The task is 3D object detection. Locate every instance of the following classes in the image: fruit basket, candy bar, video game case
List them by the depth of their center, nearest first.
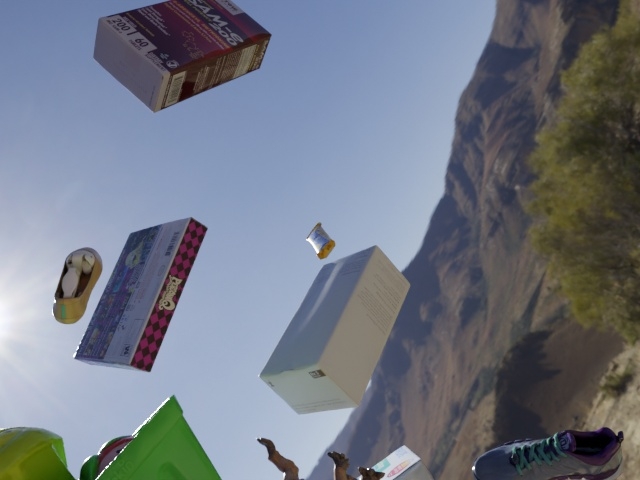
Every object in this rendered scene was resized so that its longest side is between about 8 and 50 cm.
[{"bbox_3d":[-0.386,0.380,0.854,0.283,0.392,0.392,-46,-1,37],"label":"fruit basket"},{"bbox_3d":[-0.282,0.084,0.908,0.041,0.210,0.232,34,-118,-35],"label":"video game case"},{"bbox_3d":[0.000,0.000,0.991,0.040,0.018,0.161,-50,14,4],"label":"candy bar"}]

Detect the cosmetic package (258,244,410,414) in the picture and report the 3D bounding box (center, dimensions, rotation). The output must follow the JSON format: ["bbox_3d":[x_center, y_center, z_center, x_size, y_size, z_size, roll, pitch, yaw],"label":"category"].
[{"bbox_3d":[0.043,0.212,1.410,0.217,0.156,0.385,-22,29,46],"label":"cosmetic package"}]

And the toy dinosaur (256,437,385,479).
[{"bbox_3d":[-0.010,0.386,0.758,0.127,0.295,0.201,-23,41,48],"label":"toy dinosaur"}]

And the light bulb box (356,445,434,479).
[{"bbox_3d":[0.232,0.727,1.409,0.225,0.361,0.358,-32,-13,-6],"label":"light bulb box"}]

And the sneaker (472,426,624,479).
[{"bbox_3d":[0.340,0.320,0.886,0.083,0.223,0.098,-92,-13,-50],"label":"sneaker"}]

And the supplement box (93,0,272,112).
[{"bbox_3d":[-0.199,-0.292,0.878,0.239,0.130,0.073,-41,-11,-45],"label":"supplement box"}]

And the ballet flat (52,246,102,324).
[{"bbox_3d":[-0.501,0.071,1.214,0.232,0.080,0.073,-105,19,-50],"label":"ballet flat"}]
